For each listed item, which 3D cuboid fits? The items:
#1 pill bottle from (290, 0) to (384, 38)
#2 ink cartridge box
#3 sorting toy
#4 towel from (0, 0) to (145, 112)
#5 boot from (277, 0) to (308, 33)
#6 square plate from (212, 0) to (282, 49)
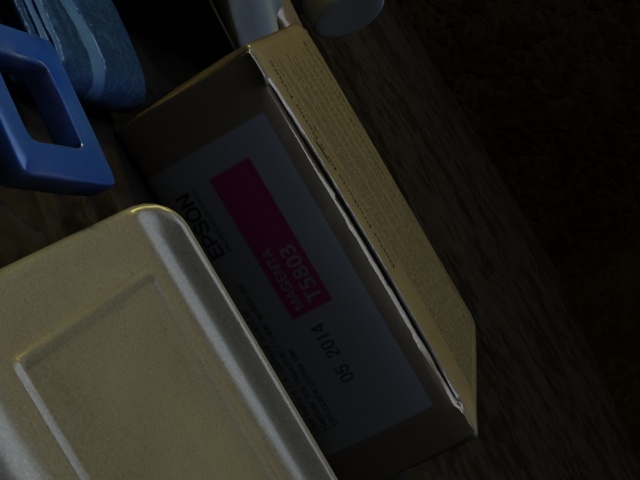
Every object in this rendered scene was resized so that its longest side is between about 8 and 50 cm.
[{"bbox_3d":[-0.012,-0.328,1.356,0.215,0.117,0.117,65,13,21],"label":"pill bottle"},{"bbox_3d":[0.000,0.000,0.725,0.235,0.088,0.193,60,13,-7],"label":"ink cartridge box"},{"bbox_3d":[-0.054,0.088,0.413,0.348,0.047,0.196,60,16,-4],"label":"sorting toy"},{"bbox_3d":[-0.120,-0.094,0.589,0.067,0.029,0.119,63,12,5],"label":"towel"},{"bbox_3d":[-0.037,-0.193,1.131,0.087,0.042,0.118,64,13,6],"label":"boot"},{"bbox_3d":[-0.106,-0.296,0.854,0.344,0.049,0.347,70,-4,-80],"label":"square plate"}]
